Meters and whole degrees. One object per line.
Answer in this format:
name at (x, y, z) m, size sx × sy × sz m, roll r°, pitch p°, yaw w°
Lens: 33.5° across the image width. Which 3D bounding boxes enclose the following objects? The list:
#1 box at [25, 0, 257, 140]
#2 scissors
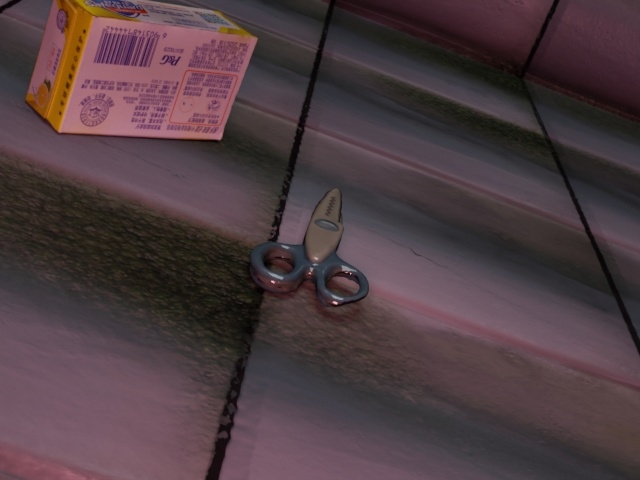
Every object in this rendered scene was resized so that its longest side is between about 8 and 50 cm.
box at (-0.232, -0.226, 1.396) m, size 0.265 × 0.168 × 0.097 m, roll -4°, pitch 36°, yaw -43°
scissors at (0.000, 0.000, 1.264) m, size 0.138 × 0.041 × 0.289 m, roll 15°, pitch 24°, yaw 2°
